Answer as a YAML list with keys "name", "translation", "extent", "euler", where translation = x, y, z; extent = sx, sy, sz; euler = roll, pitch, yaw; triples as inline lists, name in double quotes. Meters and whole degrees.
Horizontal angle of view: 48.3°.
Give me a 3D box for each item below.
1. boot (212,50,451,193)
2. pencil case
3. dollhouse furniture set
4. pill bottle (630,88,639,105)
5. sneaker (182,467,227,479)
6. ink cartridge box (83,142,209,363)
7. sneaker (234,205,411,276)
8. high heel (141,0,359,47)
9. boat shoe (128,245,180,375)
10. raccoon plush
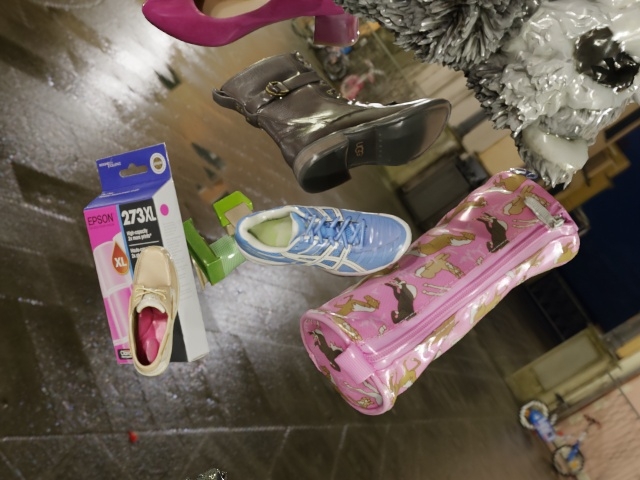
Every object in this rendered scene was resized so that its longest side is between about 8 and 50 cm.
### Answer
- name: "boot"
  translation: [0.015, -0.186, 0.946]
  extent: [0.229, 0.263, 0.091]
  euler: [53, -27, 34]
- name: "pencil case"
  translation: [0.155, 0.059, 0.911]
  extent: [0.160, 0.386, 0.167]
  euler: [41, -27, 33]
- name: "dollhouse furniture set"
  translation: [-0.234, 0.044, 1.895]
  extent: [0.151, 0.197, 0.301]
  euler: [49, -20, 27]
- name: "pill bottle"
  translation: [0.679, -0.338, 1.369]
  extent: [0.153, 0.265, 0.153]
  euler: [13, 73, -50]
- name: "sneaker"
  translation: [-0.203, 0.361, 0.958]
  extent: [0.130, 0.228, 0.087]
  euler: [-49, 146, -70]
- name: "ink cartridge box"
  translation: [-0.310, 0.030, 1.238]
  extent: [0.069, 0.176, 0.371]
  euler: [-16, 97, -57]
- name: "sneaker"
  translation: [0.000, 0.000, 0.829]
  extent: [0.081, 0.211, 0.080]
  euler: [60, 28, -79]
- name: "high heel"
  translation: [-0.112, -0.415, 1.153]
  extent: [0.181, 0.377, 0.127]
  euler: [91, 1, -56]
- name: "boat shoe"
  translation: [-0.213, 0.086, 0.910]
  extent: [0.059, 0.063, 0.170]
  euler: [116, -28, -76]
- name: "raccoon plush"
  translation: [0.087, -0.226, 0.652]
  extent: [0.446, 0.216, 0.299]
  euler: [23, -30, 44]
